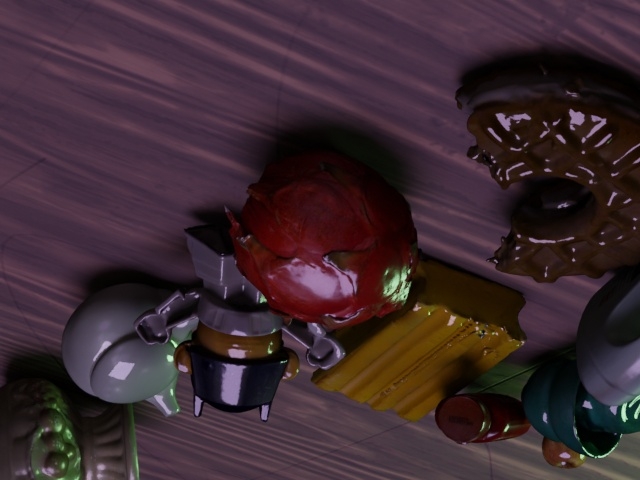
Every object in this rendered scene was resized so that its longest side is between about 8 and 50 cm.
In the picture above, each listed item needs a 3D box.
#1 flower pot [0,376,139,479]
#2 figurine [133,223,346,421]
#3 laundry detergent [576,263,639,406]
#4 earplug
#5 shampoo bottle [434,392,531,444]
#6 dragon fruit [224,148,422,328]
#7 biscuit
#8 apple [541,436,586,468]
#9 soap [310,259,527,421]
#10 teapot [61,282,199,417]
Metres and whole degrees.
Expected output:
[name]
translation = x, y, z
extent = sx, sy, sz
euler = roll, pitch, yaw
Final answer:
[flower pot]
translation = -0.440, 0.378, 2.273
extent = 0.244, 0.307, 0.307
euler = -5, 146, -11
[figurine]
translation = -0.119, 0.128, 1.873
extent = 0.308, 0.143, 0.308
euler = 5, 104, 20
[laundry detergent]
translation = 0.496, 0.031, 1.656
extent = 0.124, 0.264, 0.398
euler = 41, 126, 1
[earplug]
translation = 0.459, 0.241, 2.050
extent = 0.280, 0.257, 0.164
euler = 1, 109, 35
[shampoo bottle]
translation = 0.252, 0.277, 2.035
extent = 0.118, 0.076, 0.314
euler = 11, 177, 18
[dragon fruit]
translation = 0.010, -0.001, 1.689
extent = 0.241, 0.241, 0.252
euler = -33, 94, 42
[biscuit]
translation = 0.320, -0.080, 1.623
extent = 0.268, 0.115, 0.366
euler = -4, 144, 15
[apple]
translation = 0.423, 0.354, 2.246
extent = 0.084, 0.071, 0.084
euler = 8, 152, 4
[soap]
translation = 0.147, 0.157, 1.996
extent = 0.204, 0.096, 0.324
euler = 21, 142, -21
[teapot]
translation = -0.259, 0.133, 2.001
extent = 0.220, 0.149, 0.318
euler = 14, 124, -37
